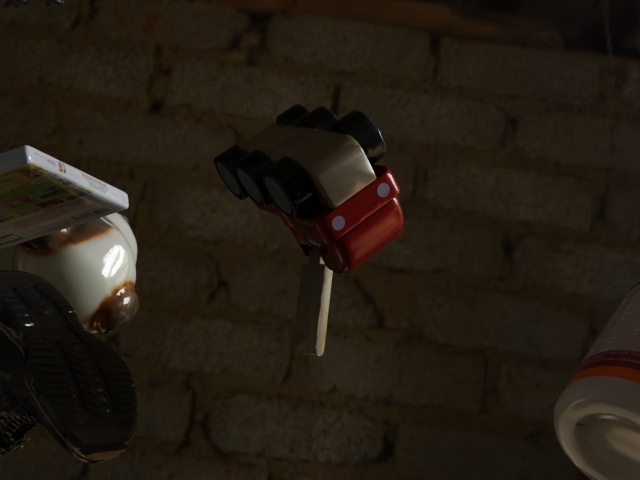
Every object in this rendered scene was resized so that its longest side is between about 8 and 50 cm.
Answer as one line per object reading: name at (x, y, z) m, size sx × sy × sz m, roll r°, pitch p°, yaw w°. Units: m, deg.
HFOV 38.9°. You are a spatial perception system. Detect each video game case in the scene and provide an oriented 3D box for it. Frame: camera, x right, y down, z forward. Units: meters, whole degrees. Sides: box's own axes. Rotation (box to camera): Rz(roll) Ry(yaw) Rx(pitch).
video game case at (-0.383, -0.043, 1.096) m, size 0.227 × 0.026 × 0.206 m, roll -15°, pitch -17°, yaw 16°

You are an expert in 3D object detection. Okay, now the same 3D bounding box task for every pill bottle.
pill bottle at (0.289, 0.096, 0.738) m, size 0.121 × 0.221 × 0.121 m, roll 26°, pitch -41°, yaw 26°

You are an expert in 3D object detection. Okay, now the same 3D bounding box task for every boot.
boot at (-0.210, 0.131, 0.677) m, size 0.076 × 0.137 × 0.198 m, roll 8°, pitch 25°, yaw -39°

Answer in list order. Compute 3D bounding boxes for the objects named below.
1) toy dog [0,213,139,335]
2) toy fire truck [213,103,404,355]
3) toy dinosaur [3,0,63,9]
toy dog at (-0.471, 0.069, 1.464) m, size 0.408 × 0.285 × 0.395 m, roll -25°, pitch 11°, yaw 30°
toy fire truck at (0.000, 0.000, 0.986) m, size 0.246 × 0.158 × 0.217 m, roll 61°, pitch -18°, yaw -23°
toy dinosaur at (-0.178, -0.182, 0.550) m, size 0.047 × 0.082 × 0.090 m, roll -14°, pitch -4°, yaw -17°
